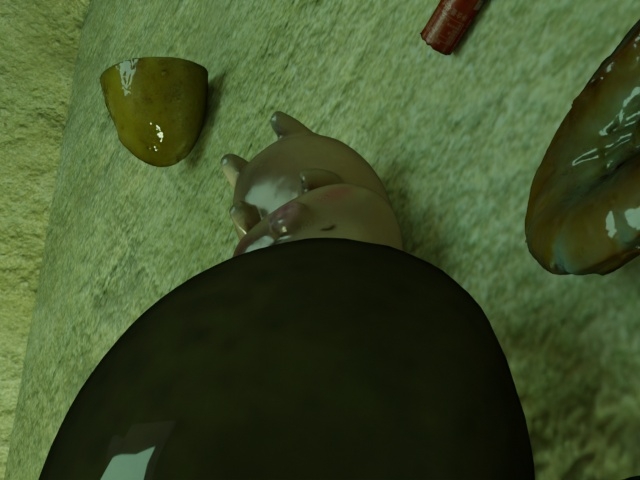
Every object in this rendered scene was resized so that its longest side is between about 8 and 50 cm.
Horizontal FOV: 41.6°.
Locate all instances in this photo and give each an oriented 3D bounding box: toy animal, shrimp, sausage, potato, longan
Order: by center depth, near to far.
[{"bbox_3d":[0.200,-0.094,0.429,0.287,0.063,0.152,-56,8,26],"label":"shrimp"},{"bbox_3d":[-0.026,0.156,0.481,0.288,0.288,0.350,-23,35,59],"label":"longan"},{"bbox_3d":[0.129,-0.219,0.707,0.129,0.034,0.034,-58,30,33],"label":"sausage"},{"bbox_3d":[-0.003,0.009,0.724,0.166,0.154,0.250,-41,34,20],"label":"toy animal"},{"bbox_3d":[-0.264,-0.200,1.376,0.203,0.178,0.158,-15,80,46],"label":"potato"}]

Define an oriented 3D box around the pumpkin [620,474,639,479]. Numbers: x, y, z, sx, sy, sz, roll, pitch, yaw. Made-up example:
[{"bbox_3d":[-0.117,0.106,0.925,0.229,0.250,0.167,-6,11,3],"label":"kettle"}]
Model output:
[{"bbox_3d":[0.137,0.186,0.339,0.190,0.146,0.190,-30,23,14],"label":"pumpkin"}]
